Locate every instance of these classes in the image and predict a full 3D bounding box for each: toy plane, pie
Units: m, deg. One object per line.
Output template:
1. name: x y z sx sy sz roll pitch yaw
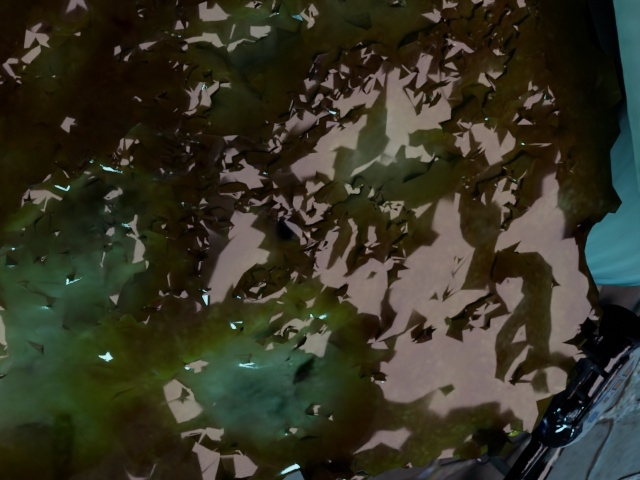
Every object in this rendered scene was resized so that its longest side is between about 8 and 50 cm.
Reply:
1. toy plane: 0.155 0.111 1.027 0.197 0.053 0.078 -56 150 11
2. pie: -0.057 -0.066 0.518 0.288 0.103 0.355 -28 106 -2

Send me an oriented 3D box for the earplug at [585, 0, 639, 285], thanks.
1. earplug: 0.122 -0.060 0.752 0.185 0.185 0.324 -53 150 14

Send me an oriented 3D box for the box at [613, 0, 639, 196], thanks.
1. box: 0.221 -0.065 0.655 0.396 0.111 0.396 -53 137 -49

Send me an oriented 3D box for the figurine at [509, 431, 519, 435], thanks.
1. figurine: 0.068 0.070 0.889 0.101 0.068 0.143 -29 149 -7
